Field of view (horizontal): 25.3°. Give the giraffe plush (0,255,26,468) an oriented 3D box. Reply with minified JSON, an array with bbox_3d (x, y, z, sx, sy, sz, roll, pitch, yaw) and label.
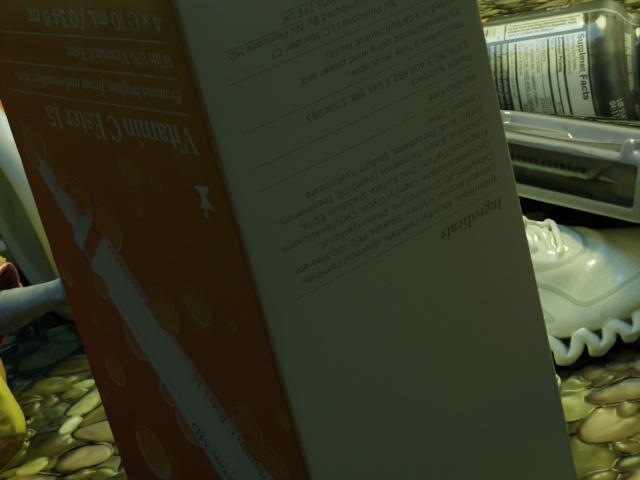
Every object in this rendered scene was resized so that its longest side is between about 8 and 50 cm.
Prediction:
[{"bbox_3d":[-0.282,0.086,1.010,0.181,0.210,0.170,0,-7,0],"label":"giraffe plush"}]

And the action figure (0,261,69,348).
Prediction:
[{"bbox_3d":[-0.289,0.077,0.854,0.275,0.248,0.370,-25,46,41],"label":"action figure"}]

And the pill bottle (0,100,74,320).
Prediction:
[{"bbox_3d":[-0.108,-0.099,1.242,0.363,0.210,0.210,-29,24,-20],"label":"pill bottle"}]

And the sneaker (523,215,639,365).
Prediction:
[{"bbox_3d":[0.107,0.023,0.952,0.292,0.118,0.110,-11,18,5],"label":"sneaker"}]

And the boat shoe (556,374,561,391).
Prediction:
[{"bbox_3d":[0.099,0.091,0.890,0.100,0.035,0.035,-11,20,10],"label":"boat shoe"}]

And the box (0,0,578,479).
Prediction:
[{"bbox_3d":[-0.023,0.002,0.757,0.168,0.345,0.215,-28,24,-31],"label":"box"}]

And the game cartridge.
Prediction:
[{"bbox_3d":[0.224,-0.059,1.062,0.230,0.068,0.355,-5,13,-33],"label":"game cartridge"}]

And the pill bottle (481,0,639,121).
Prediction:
[{"bbox_3d":[0.214,-0.148,1.313,0.245,0.130,0.130,-6,22,21],"label":"pill bottle"}]

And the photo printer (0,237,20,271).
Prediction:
[{"bbox_3d":[-0.334,-0.047,1.456,0.256,0.107,0.307,-13,21,7],"label":"photo printer"}]
